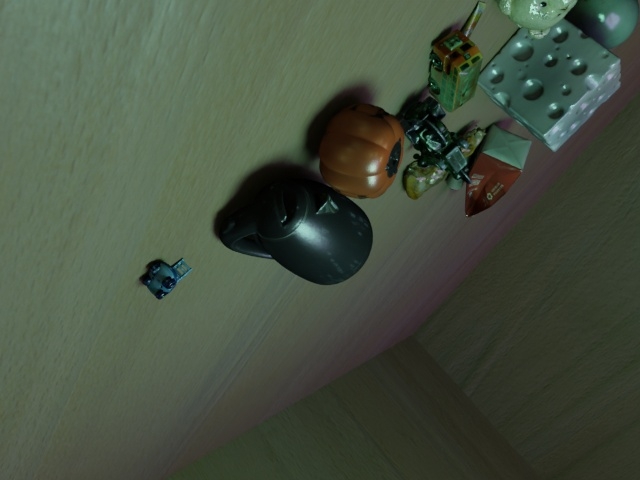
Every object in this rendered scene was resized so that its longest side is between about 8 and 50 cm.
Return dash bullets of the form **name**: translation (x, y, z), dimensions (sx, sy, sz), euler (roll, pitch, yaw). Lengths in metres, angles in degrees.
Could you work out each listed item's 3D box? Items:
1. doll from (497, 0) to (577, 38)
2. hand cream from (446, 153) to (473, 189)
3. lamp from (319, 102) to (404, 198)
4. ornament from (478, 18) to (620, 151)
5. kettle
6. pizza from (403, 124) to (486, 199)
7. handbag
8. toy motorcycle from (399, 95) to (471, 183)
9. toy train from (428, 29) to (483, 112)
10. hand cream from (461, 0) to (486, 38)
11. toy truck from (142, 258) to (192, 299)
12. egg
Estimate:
- **doll**: translation (0.509, -0.569, 1.151), dimensions (0.175, 0.149, 0.278), euler (22, 105, -31)
- **hand cream**: translation (0.460, -0.238, 1.813), dimensions (0.087, 0.054, 0.186), euler (-34, 151, -34)
- **lamp**: translation (0.075, -0.178, 1.104), dimensions (0.187, 0.164, 0.187), euler (-48, 148, -43)
- **ornament**: translation (0.593, -0.411, 1.439), dimensions (0.239, 0.239, 0.240), euler (-48, 158, 19)
- **kettle**: translation (-0.062, -0.020, 1.159), dimensions (0.269, 0.207, 0.290), euler (-19, 160, 20)
- **pizza**: translation (0.366, -0.228, 1.634), dimensions (0.297, 0.071, 0.189), euler (-37, 158, -14)
- **handbag**: translation (0.550, -0.212, 1.824), dimensions (0.171, 0.151, 0.298), euler (-60, 173, -35)
- **toy motorcycle**: translation (0.275, -0.244, 1.342), dimensions (0.125, 0.187, 0.275), euler (-43, 140, 6)
- **toy train**: translation (0.290, -0.361, 1.203), dimensions (0.072, 0.099, 0.188), euler (-39, 158, -8)
- **hand cream**: translation (0.318, -0.456, 1.179), dimensions (0.035, 0.022, 0.102), euler (-10, 138, -47)
- **toy truck**: translation (-0.297, 0.070, 1.093), dimensions (0.073, 0.056, 0.090), euler (-49, 172, 30)
- **egg**: translation (0.725, -0.582, 1.432), dimensions (0.231, 0.168, 0.168), euler (1, 134, -52)
